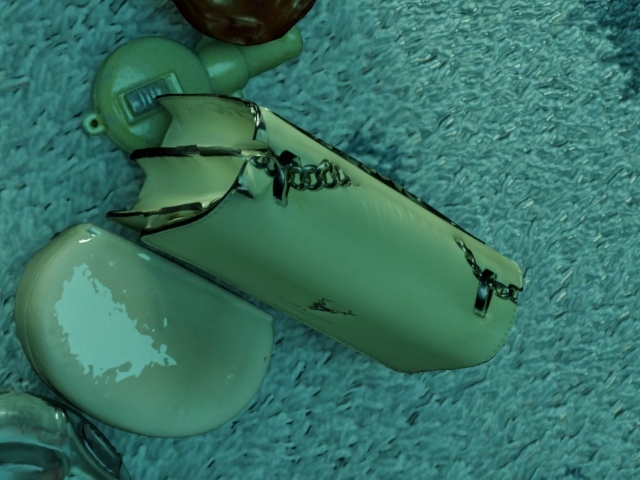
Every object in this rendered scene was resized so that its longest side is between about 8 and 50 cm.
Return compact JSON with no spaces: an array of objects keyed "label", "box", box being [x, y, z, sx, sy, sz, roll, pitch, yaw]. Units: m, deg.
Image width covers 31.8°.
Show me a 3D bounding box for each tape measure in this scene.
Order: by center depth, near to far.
[{"label":"tape measure","box":[-0.308,0.265,1.043,0.275,0.147,0.256,29,78,-19]}]

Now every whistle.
[{"label":"whistle","box":[-0.131,-0.168,1.177,0.258,0.067,0.126,-28,101,-24]}]

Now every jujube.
[{"label":"jujube","box":[-0.066,-0.339,1.143,0.197,0.197,0.290,20,66,-22]}]

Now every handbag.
[{"label":"handbag","box":[0.000,0.000,1.104,0.358,0.236,0.160,29,75,-33]}]

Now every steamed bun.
[{"label":"steamed bun","box":[-0.182,0.101,1.101,0.241,0.146,0.164,28,77,-22]}]
